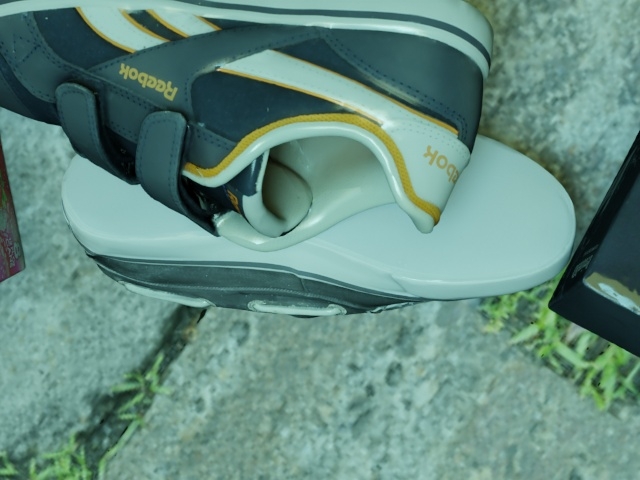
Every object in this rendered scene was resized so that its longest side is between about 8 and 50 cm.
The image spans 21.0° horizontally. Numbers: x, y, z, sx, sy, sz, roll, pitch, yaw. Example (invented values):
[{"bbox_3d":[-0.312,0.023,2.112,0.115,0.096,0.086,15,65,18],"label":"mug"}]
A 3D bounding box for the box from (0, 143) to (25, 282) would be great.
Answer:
[{"bbox_3d":[-0.288,-0.104,1.022,0.142,0.154,0.300,-9,97,9],"label":"box"}]

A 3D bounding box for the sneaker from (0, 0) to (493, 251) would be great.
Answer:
[{"bbox_3d":[-0.072,-0.070,0.943,0.321,0.126,0.127,3,71,21],"label":"sneaker"}]

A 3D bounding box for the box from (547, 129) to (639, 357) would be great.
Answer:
[{"bbox_3d":[0.207,-0.016,0.944,0.093,0.156,0.158,28,84,4],"label":"box"}]

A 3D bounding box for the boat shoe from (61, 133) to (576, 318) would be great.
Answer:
[{"bbox_3d":[0.000,0.000,1.022,0.301,0.102,0.108,1,58,10],"label":"boat shoe"}]
